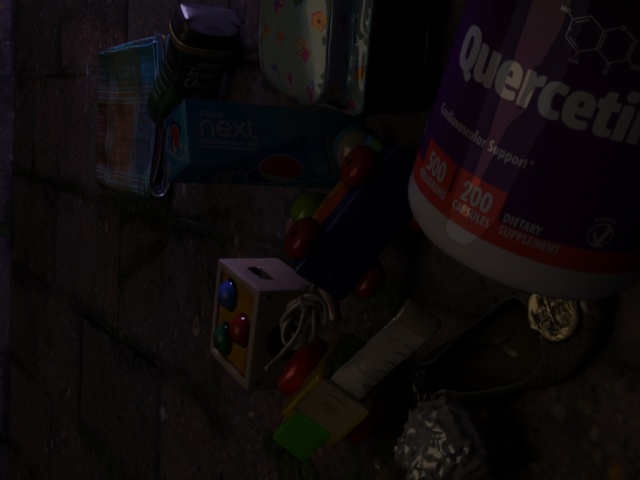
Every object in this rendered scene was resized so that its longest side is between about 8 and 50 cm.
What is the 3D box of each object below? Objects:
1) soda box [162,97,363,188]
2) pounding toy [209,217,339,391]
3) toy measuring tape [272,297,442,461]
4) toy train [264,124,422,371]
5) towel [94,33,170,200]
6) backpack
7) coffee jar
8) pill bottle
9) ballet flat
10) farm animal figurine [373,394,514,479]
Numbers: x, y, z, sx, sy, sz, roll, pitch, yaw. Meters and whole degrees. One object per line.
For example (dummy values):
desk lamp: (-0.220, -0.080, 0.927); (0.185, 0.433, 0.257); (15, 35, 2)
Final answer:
soda box: (-0.056, -0.100, 1.085); (0.067, 0.210, 0.071); (-28, 65, 59)
pounding toy: (-0.059, 0.069, 1.217); (0.181, 0.094, 0.206); (32, 119, 58)
toy measuring tape: (0.040, 0.120, 1.009); (0.330, 0.121, 0.121); (-53, 45, 50)
toy train: (0.000, 0.000, 1.029); (0.248, 0.105, 0.143); (-52, 26, 11)
towel: (-0.336, -0.214, 1.796); (0.370, 0.040, 0.272); (12, 100, 62)
backpack: (0.017, -0.210, 1.025); (0.188, 0.144, 0.166); (-149, 57, -61)
coffee jar: (-0.177, -0.243, 1.435); (0.079, 0.096, 0.184); (66, 144, 39)
pill bottle: (0.182, -0.134, 0.668); (0.181, 0.181, 0.323); (52, 135, 49)
ballet flat: (0.148, 0.094, 0.866); (0.250, 0.058, 0.084); (-42, 55, 55)
farm animal figurine: (0.078, 0.345, 0.878); (0.327, 0.172, 0.330); (-58, 42, 45)
